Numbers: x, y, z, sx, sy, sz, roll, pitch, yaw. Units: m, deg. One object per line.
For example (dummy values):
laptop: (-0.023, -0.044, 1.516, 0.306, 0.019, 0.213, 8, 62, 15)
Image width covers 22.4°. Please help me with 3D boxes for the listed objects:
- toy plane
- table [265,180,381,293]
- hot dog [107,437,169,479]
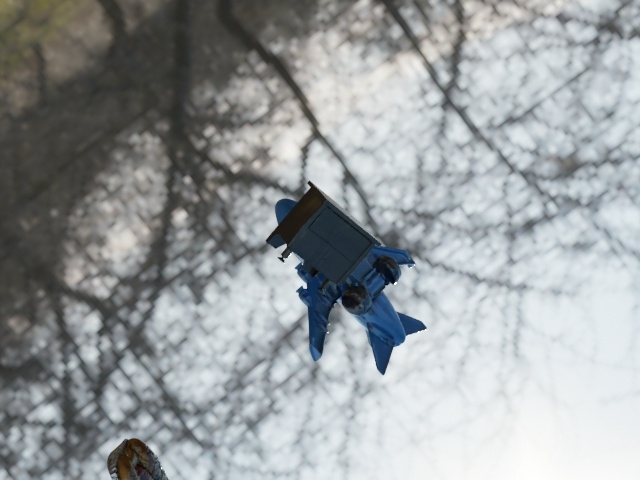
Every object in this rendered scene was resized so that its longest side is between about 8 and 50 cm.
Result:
toy plane: (0.034, 0.048, 2.221, 0.105, 0.271, 0.254, -26, -168, 46)
table: (0.000, 0.000, 1.729, 0.082, 0.083, 0.070, -49, -155, 5)
hot dog: (-0.250, 0.379, 2.413, 0.059, 0.191, 0.108, -26, -159, 20)
